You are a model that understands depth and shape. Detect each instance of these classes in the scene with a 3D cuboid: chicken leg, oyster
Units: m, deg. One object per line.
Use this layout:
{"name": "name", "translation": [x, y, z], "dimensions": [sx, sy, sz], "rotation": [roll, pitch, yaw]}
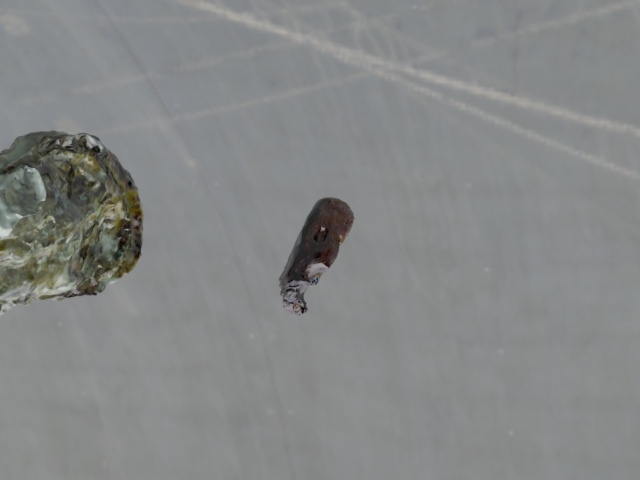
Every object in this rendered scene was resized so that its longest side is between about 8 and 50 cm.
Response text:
{"name": "chicken leg", "translation": [0.000, 0.000, 1.265], "dimensions": [0.051, 0.106, 0.253], "rotation": [27, -158, 1]}
{"name": "oyster", "translation": [-0.295, -0.013, 1.030], "dimensions": [0.158, 0.162, 0.351], "rotation": [-22, 174, 36]}
